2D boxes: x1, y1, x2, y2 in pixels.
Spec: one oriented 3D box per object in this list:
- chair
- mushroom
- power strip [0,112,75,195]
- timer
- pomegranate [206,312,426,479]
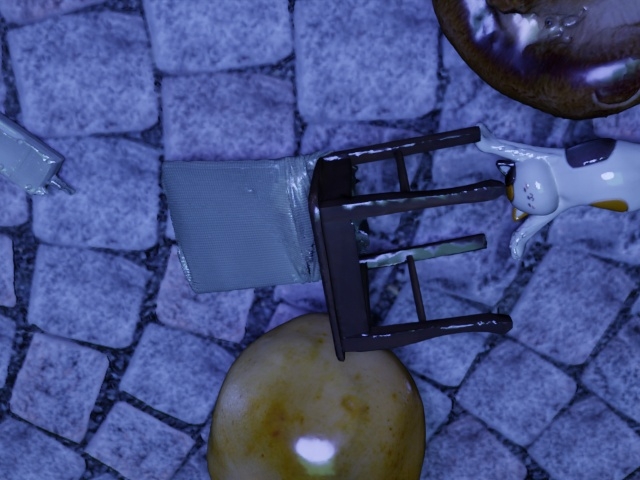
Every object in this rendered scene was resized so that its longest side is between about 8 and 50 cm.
[{"bbox_3d":[0.000,0.000,0.742,0.318,0.186,0.160,-7,117,5],"label":"chair"},{"bbox_3d":[0.207,-0.200,0.680,0.194,0.138,0.231,-34,69,-23],"label":"mushroom"},{"bbox_3d":[-0.326,-0.103,0.805,0.191,0.030,0.048,36,105,-9],"label":"power strip"},{"bbox_3d":[0.287,-0.071,0.747,0.265,0.175,0.175,-14,109,27],"label":"timer"},{"bbox_3d":[-0.001,0.193,0.798,0.233,0.233,0.233,1,109,2],"label":"pomegranate"}]
